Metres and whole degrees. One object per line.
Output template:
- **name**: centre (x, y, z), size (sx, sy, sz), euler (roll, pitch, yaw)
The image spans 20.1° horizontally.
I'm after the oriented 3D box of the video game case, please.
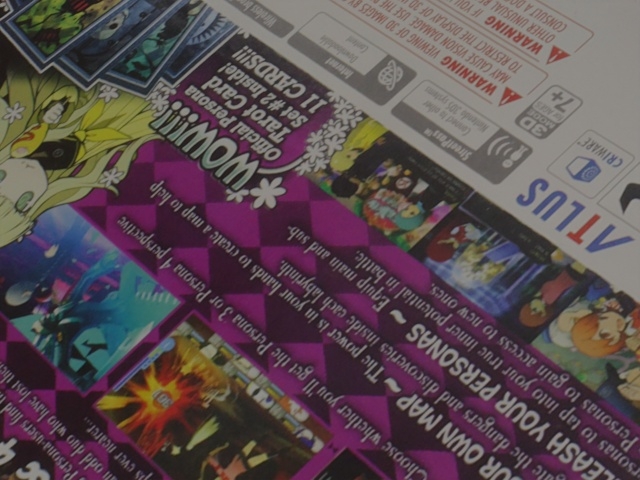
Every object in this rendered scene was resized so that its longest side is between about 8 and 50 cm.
- **video game case**: centre (0.000, 0.000, 0.403), size (0.210, 0.232, 0.042), euler (-43, 142, -13)
